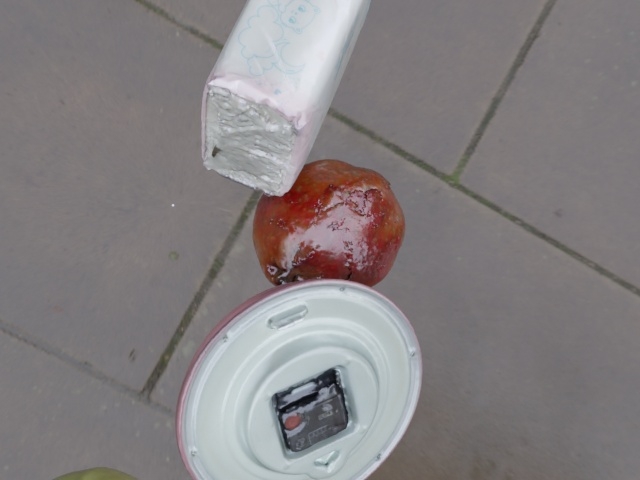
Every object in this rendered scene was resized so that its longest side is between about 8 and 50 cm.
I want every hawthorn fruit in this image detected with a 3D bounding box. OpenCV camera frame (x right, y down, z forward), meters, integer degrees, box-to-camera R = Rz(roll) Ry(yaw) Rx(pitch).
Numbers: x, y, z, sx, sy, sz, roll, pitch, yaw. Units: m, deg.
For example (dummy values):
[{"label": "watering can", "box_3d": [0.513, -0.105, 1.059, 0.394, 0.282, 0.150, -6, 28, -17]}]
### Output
[{"label": "hawthorn fruit", "box_3d": [0.000, 0.000, 1.066, 0.181, 0.181, 0.235, 52, 41, -8]}]

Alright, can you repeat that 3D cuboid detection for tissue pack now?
[{"label": "tissue pack", "box_3d": [-0.031, -0.208, 0.961, 0.124, 0.201, 0.271, 22, 67, 2]}]

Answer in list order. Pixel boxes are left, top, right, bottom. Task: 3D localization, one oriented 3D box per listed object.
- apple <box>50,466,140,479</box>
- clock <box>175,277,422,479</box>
[{"label": "apple", "box_3d": [-0.282, 0.419, 1.092, 0.262, 0.262, 0.263, 0, 92, -10]}, {"label": "clock", "box_3d": [-0.015, 0.147, 0.804, 0.244, 0.056, 0.245, -11, 116, -23]}]
